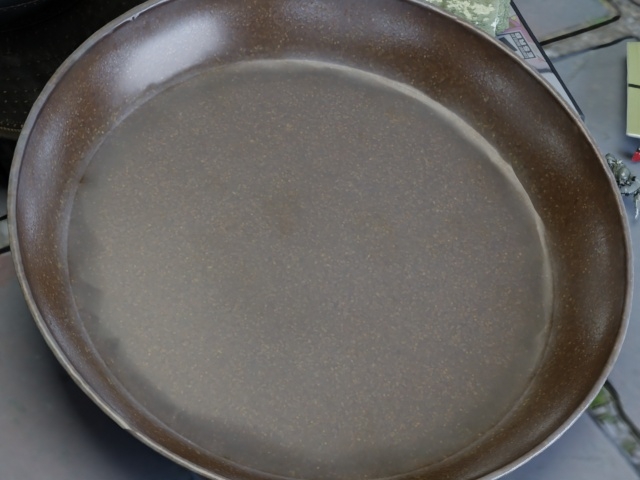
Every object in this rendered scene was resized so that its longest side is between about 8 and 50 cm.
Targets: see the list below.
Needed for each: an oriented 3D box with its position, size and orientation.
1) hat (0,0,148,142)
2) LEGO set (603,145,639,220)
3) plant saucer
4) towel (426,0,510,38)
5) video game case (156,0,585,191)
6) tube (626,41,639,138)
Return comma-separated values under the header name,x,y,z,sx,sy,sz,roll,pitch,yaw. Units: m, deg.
name,x,y,z,sx,sy,sz,roll,pitch,yaw
hat,-0.171,-0.220,1.025,0.331,0.134,0.331,11,58,-19
LEGO set,0.167,-0.040,1.091,0.083,0.023,0.054,-32,59,-33
plant saucer,0.000,0.000,0.979,0.310,0.050,0.311,6,58,-9
towel,0.060,-0.173,1.149,0.110,0.027,0.148,9,45,1
video game case,-0.015,-0.132,1.142,0.248,0.035,0.275,-10,50,-18
tube,0.294,-0.075,1.128,0.240,0.070,0.062,6,89,2
